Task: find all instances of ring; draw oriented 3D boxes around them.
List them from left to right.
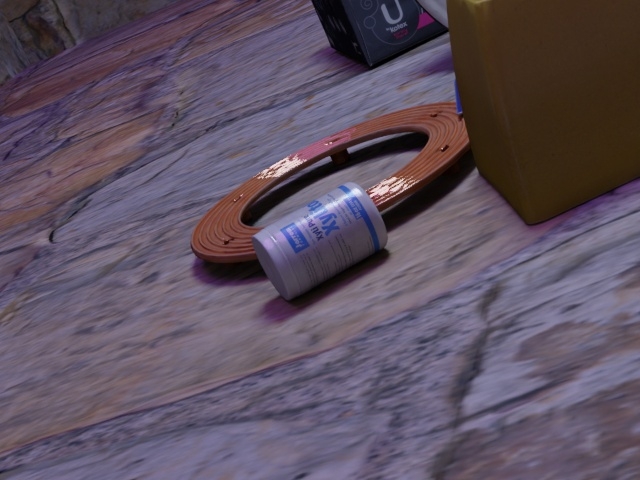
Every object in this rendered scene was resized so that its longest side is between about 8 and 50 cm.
[{"bbox_3d":[0.019,-0.058,1.430,0.336,0.032,0.336,-22,18,8],"label":"ring"}]

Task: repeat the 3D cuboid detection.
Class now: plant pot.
[{"bbox_3d":[0.221,-0.165,1.197,0.212,0.187,0.212,-25,17,1],"label":"plant pot"}]

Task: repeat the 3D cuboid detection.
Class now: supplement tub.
[{"bbox_3d":[0.000,0.000,1.222,0.107,0.071,0.071,-30,18,-13],"label":"supplement tub"}]

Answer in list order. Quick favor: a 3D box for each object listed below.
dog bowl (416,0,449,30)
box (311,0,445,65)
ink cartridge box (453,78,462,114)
[{"bbox_3d":[0.261,-0.441,1.632,0.408,0.408,0.150,-8,12,45],"label":"dog bowl"},{"bbox_3d":[0.088,-0.373,2.051,0.165,0.143,0.270,-26,18,-4],"label":"box"},{"bbox_3d":[0.293,-0.229,1.445,0.332,0.065,0.165,-18,18,9],"label":"ink cartridge box"}]
